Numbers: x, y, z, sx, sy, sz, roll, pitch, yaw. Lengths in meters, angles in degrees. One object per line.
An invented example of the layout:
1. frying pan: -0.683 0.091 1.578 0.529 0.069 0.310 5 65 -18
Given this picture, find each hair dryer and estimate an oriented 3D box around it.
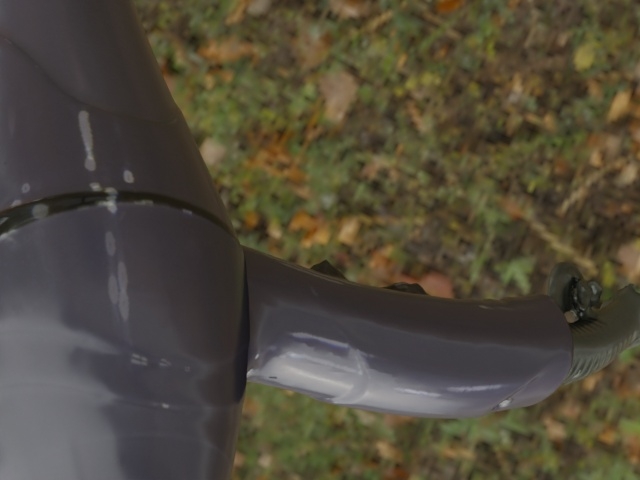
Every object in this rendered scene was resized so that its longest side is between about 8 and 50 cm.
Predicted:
1. hair dryer: 0.000 0.000 0.732 0.361 0.301 0.121 15 139 -35
